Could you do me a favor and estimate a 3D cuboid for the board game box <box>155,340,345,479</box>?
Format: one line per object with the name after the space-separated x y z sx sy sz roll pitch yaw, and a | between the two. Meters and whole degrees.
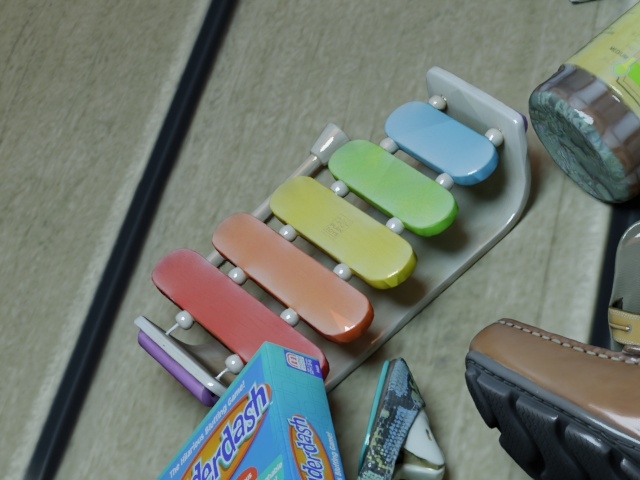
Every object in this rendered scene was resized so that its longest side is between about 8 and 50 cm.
-0.044 0.193 1.147 0.160 0.047 0.210 -53 31 29 | board game box

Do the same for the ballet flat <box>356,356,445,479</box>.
0.048 0.162 1.181 0.070 0.070 0.188 -2 50 29 | ballet flat

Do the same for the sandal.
0.220 0.048 1.188 0.072 0.049 0.180 -14 47 19 | sandal

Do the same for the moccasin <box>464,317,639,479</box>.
0.256 0.112 1.036 0.380 0.139 0.147 12 55 38 | moccasin

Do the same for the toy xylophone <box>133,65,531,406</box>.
0.000 0.000 1.345 0.322 0.081 0.236 -46 43 -18 | toy xylophone

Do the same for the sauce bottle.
0.308 -0.170 1.306 0.344 0.111 0.111 -41 42 -9 | sauce bottle
